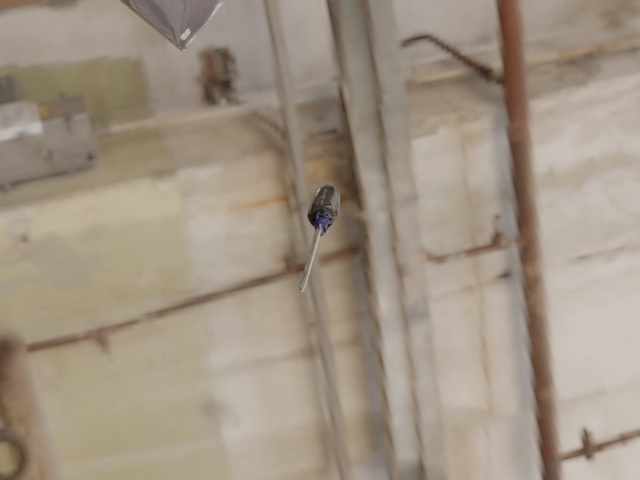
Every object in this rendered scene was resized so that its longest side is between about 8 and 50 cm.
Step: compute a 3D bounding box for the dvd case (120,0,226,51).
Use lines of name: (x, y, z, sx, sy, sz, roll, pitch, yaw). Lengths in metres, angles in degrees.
dvd case: (-0.098, -0.228, 0.850, 0.221, 0.164, 0.018, 38, 5, -41)

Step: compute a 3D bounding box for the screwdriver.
screwdriver: (0.000, 0.000, 1.111, 0.170, 0.025, 0.024, -85, -160, -63)
